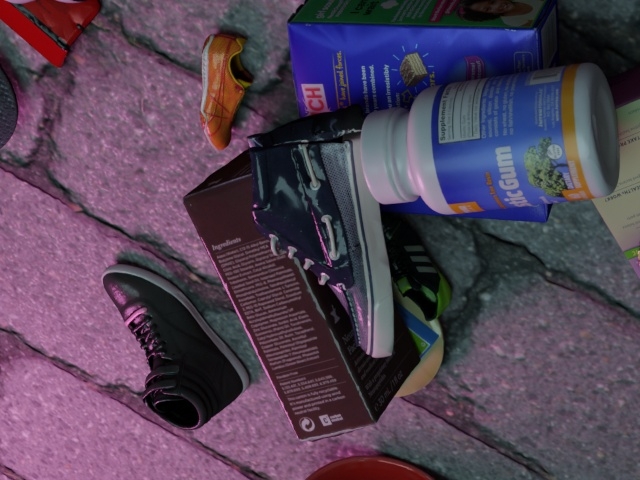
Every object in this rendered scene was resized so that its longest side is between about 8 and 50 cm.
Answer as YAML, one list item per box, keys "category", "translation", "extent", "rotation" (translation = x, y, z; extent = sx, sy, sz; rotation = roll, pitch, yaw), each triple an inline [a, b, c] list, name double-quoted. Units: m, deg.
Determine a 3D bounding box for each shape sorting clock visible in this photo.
- category: "shape sorting clock"
  translation: [0.084, 0.137, 1.942]
  extent: [0.206, 0.040, 0.206]
  rotation: [13, 121, 22]

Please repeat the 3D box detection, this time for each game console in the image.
- category: "game console"
  translation: [-0.392, -0.333, 1.865]
  extent: [0.144, 0.085, 0.124]
  rotation: [41, 98, -6]

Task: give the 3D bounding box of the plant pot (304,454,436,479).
- category: "plant pot"
  translation: [0.077, 0.517, 2.074]
  extent: [0.275, 0.275, 0.243]
  rotation: [18, 136, 13]

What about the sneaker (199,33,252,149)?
- category: "sneaker"
  translation: [-0.128, -0.197, 1.805]
  extent: [0.068, 0.064, 0.175]
  rotation: [9, 128, 7]

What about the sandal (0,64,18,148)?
- category: "sandal"
  translation: [-0.513, -0.254, 1.945]
  extent: [0.097, 0.054, 0.254]
  rotation: [-18, 106, -4]

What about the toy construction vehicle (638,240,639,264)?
- category: "toy construction vehicle"
  translation: [0.418, 0.016, 1.561]
  extent: [0.086, 0.035, 0.098]
  rotation: [7, 124, 21]

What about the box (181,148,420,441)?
- category: "box"
  translation: [-0.018, 0.059, 1.812]
  extent: [0.143, 0.191, 0.381]
  rotation: [-19, 105, 31]

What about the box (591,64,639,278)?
- category: "box"
  translation: [0.438, -0.093, 1.579]
  extent: [0.214, 0.117, 0.243]
  rotation: [-23, 109, 35]

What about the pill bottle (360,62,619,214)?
- category: "pill bottle"
  translation: [0.191, -0.109, 1.504]
  extent: [0.272, 0.152, 0.152]
  rotation: [-7, 118, 25]

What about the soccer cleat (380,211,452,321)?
- category: "soccer cleat"
  translation: [0.119, 0.033, 1.836]
  extent: [0.060, 0.072, 0.179]
  rotation: [-31, 105, 36]

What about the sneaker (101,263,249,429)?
- category: "sneaker"
  translation: [-0.248, 0.170, 2.049]
  extent: [0.296, 0.147, 0.104]
  rotation: [46, 130, -8]

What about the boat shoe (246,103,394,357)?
- category: "boat shoe"
  translation: [0.000, 0.000, 1.655]
  extent: [0.158, 0.127, 0.340]
  rotation: [-9, 112, -1]

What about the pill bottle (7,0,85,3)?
- category: "pill bottle"
  translation: [-0.272, -0.406, 1.650]
  extent: [0.334, 0.188, 0.187]
  rotation: [-11, 116, 31]

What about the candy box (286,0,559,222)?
- category: "candy box"
  translation: [0.135, -0.172, 1.661]
  extent: [0.317, 0.122, 0.268]
  rotation: [5, 123, 20]
